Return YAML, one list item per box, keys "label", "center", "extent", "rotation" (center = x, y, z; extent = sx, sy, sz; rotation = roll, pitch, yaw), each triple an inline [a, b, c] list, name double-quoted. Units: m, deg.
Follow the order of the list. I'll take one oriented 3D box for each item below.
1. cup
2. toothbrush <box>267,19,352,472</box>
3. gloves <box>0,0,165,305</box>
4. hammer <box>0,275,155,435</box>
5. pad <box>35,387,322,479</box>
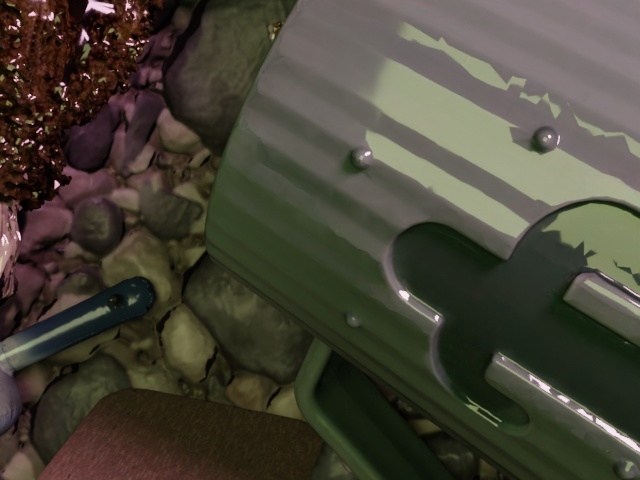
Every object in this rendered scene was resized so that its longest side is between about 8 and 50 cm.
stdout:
- label: "cup"
  center: [0.146, 0.039, 0.531]
  extent: [0.392, 0.310, 0.401]
  rotation: [30, 93, 9]
- label: "toothbrush"
  center: [0.001, 0.000, 0.705]
  extent: [0.025, 0.030, 0.343]
  rotation: [-11, 86, 13]
- label: "gloves"
  center: [-0.232, -0.103, 0.685]
  extent: [0.210, 0.135, 0.313]
  rotation: [17, 81, 54]
- label: "hammer"
  center: [-0.218, 0.075, 0.725]
  extent: [0.193, 0.069, 0.116]
  rotation: [-25, 81, -1]
- label: "pad"
  center: [-0.107, 0.178, 0.605]
  extent: [0.176, 0.266, 0.002]
  rotation: [9, 116, 10]
